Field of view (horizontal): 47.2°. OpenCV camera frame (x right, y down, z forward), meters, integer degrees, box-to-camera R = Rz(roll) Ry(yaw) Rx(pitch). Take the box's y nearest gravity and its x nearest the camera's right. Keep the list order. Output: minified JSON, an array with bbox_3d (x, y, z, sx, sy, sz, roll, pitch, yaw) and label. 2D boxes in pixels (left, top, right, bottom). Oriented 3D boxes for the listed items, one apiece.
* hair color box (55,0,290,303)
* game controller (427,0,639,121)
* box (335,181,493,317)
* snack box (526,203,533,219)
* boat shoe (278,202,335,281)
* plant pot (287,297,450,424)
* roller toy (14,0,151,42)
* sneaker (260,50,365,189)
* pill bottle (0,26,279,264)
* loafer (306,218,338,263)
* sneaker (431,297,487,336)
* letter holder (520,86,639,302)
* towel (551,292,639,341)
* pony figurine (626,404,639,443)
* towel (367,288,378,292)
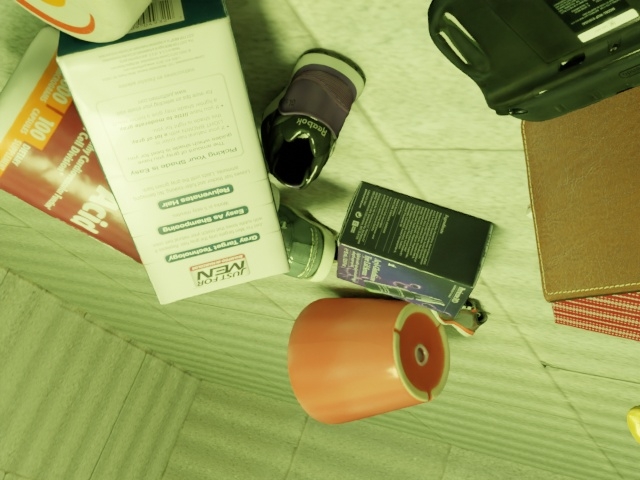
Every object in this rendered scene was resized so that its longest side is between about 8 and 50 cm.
[{"bbox_3d":[-0.154,-0.097,0.843,0.174,0.105,0.347,-14,131,-4],"label":"hair color box"},{"bbox_3d":[0.225,-0.192,0.586,0.166,0.067,0.319,45,152,-16],"label":"game controller"},{"bbox_3d":[0.136,0.017,1.105,0.207,0.108,0.153,18,159,9],"label":"box"},{"bbox_3d":[0.348,-0.009,0.921,0.178,0.022,0.064,30,141,-14],"label":"snack box"},{"bbox_3d":[-0.089,-0.006,1.173,0.099,0.116,0.319,12,-176,-28],"label":"boat shoe"},{"bbox_3d":[0.110,0.236,1.489,0.243,0.275,0.275,-13,142,40],"label":"plant pot"},{"bbox_3d":[-0.214,-0.285,0.634,0.209,0.146,0.191,17,160,41],"label":"roller toy"},{"bbox_3d":[-0.038,-0.115,0.920,0.107,0.124,0.283,23,160,-3],"label":"sneaker"},{"bbox_3d":[-0.268,-0.099,1.039,0.392,0.224,0.224,32,157,-26],"label":"pill bottle"},{"bbox_3d":[0.000,0.000,1.276,0.050,0.056,0.148,6,165,33],"label":"loafer"},{"bbox_3d":[0.252,0.122,1.345,0.065,0.061,0.158,-39,136,22],"label":"sneaker"},{"bbox_3d":[0.351,-0.069,0.667,0.152,0.214,0.302,-4,173,-31],"label":"letter holder"},{"bbox_3d":[0.443,0.085,1.089,0.199,0.031,0.275,12,158,24],"label":"towel"},{"bbox_3d":[0.483,0.162,0.763,0.303,0.363,0.351,-1,109,60],"label":"pony figurine"},{"bbox_3d":[0.121,0.068,1.378,0.152,0.023,0.113,2,150,45],"label":"towel"}]
